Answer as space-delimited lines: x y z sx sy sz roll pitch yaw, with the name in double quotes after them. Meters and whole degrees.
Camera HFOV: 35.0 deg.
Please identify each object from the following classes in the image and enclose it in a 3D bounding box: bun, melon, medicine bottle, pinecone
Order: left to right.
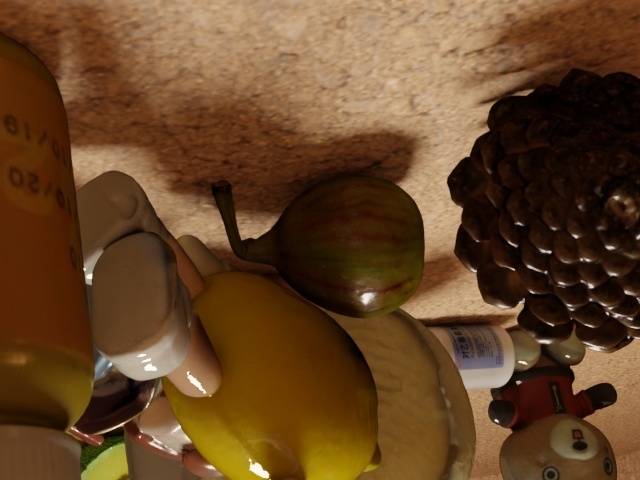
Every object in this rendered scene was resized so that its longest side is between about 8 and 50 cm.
-0.259 0.068 0.651 0.224 0.384 0.224 -11 159 -4 "medicine bottle"
-0.389 0.417 1.874 0.265 0.129 0.169 5 176 -44 "melon"
0.028 0.259 1.320 0.364 0.364 0.202 -16 155 12 "bun"
0.200 0.182 1.570 0.187 0.102 0.103 1 156 -28 "medicine bottle"
0.232 -0.016 0.903 0.246 0.246 0.292 -12 169 3 "pinecone"

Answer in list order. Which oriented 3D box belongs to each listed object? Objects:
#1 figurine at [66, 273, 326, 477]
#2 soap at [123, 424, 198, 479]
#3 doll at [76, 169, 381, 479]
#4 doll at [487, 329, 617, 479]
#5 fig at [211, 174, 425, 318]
-0.183 0.128 1.102 0.277 0.248 0.388 -19 149 26 "figurine"
-0.172 0.366 1.603 0.258 0.302 0.159 -5 151 -14 "soap"
-0.067 0.119 0.876 0.161 0.423 0.348 -30 -163 13 "doll"
0.370 0.311 1.673 0.235 0.330 0.174 2 151 -25 "doll"
0.010 0.009 0.969 0.186 0.142 0.148 -18 139 -13 "fig"
